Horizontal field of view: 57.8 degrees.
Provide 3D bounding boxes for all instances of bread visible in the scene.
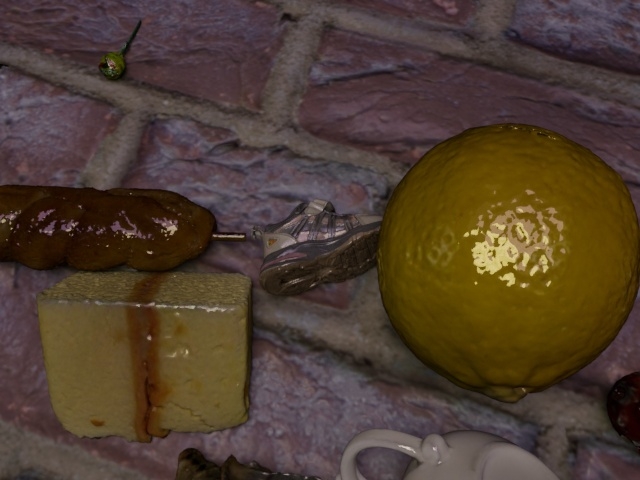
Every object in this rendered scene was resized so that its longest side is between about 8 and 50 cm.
[{"bbox_3d":[-0.264,-0.020,0.725,0.344,0.084,0.124,2,59,2],"label":"bread"},{"bbox_3d":[-0.201,0.135,0.699,0.240,0.135,0.178,1,102,0],"label":"bread"}]

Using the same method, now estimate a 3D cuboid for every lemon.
[{"bbox_3d":[0.191,0.017,0.617,0.293,0.293,0.293,0,68,0],"label":"lemon"}]

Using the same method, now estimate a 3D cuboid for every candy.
[{"bbox_3d":[-0.294,-0.292,0.873,0.035,0.035,0.123,31,58,-21],"label":"candy"}]

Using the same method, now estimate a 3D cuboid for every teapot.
[{"bbox_3d":[0.157,0.284,0.571,0.298,0.139,0.204,41,35,11],"label":"teapot"}]

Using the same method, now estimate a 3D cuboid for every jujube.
[{"bbox_3d":[0.403,0.202,0.639,0.166,0.104,0.104,26,70,-3],"label":"jujube"}]

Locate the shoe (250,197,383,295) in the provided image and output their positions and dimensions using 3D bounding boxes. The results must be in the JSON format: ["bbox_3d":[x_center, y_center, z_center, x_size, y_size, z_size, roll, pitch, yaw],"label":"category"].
[{"bbox_3d":[0.000,0.000,0.727,0.180,0.089,0.092,-19,57,-10],"label":"shoe"}]

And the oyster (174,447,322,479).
[{"bbox_3d":[-0.013,0.314,0.546,0.221,0.096,0.361,-6,35,-34],"label":"oyster"}]
